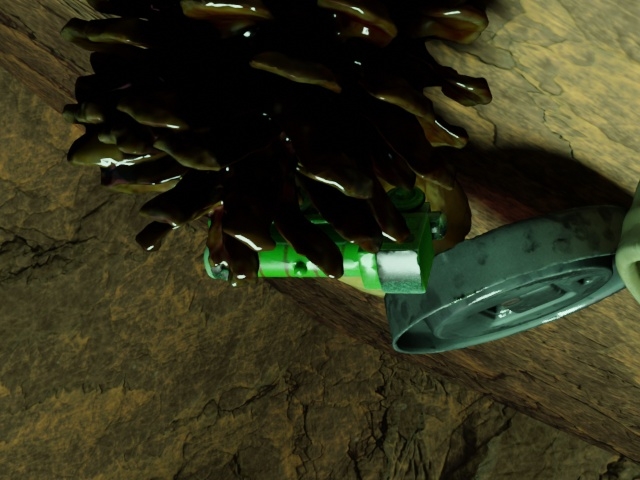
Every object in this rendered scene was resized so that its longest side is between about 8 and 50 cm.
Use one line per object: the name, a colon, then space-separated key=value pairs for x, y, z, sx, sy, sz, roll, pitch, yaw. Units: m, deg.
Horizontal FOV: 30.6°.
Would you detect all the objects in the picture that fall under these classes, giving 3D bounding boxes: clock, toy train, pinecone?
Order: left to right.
pinecone: x=-0.040 y=-0.137 z=1.032 sx=0.398 sy=0.397 sz=0.398 roll=30 pitch=169 yaw=7
toy train: x=0.000 y=0.000 z=1.179 sx=0.251 sy=0.119 sz=0.085 roll=-1 pitch=126 yaw=16
clock: x=0.220 y=0.050 z=1.325 sx=0.312 sy=0.313 sz=0.061 roll=70 pitch=-177 yaw=-73

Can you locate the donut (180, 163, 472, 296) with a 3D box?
donut: x=-0.016 y=-0.082 z=1.421 sx=0.449 sy=0.198 sz=0.449 roll=29 pitch=-177 yaw=-2

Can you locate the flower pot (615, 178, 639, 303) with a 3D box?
flower pot: x=0.355 y=-0.013 z=0.702 sx=0.307 sy=0.244 sz=0.307 roll=35 pitch=173 yaw=5
